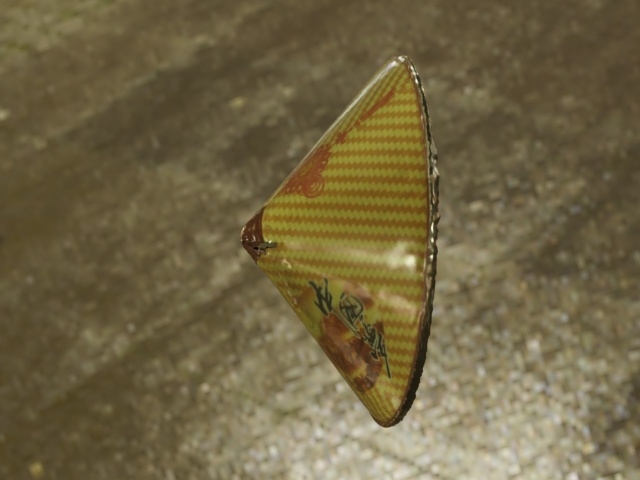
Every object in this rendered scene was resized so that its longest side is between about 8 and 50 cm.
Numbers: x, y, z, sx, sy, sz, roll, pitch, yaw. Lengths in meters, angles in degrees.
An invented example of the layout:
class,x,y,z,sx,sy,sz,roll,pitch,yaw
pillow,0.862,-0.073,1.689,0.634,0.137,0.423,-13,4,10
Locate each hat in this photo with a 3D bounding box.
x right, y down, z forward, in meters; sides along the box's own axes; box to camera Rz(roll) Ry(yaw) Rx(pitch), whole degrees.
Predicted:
class,x,y,z,sx,sy,sz,roll,pitch,yaw
hat,0.000,0.000,0.985,0.082,0.193,0.193,0,27,-10
